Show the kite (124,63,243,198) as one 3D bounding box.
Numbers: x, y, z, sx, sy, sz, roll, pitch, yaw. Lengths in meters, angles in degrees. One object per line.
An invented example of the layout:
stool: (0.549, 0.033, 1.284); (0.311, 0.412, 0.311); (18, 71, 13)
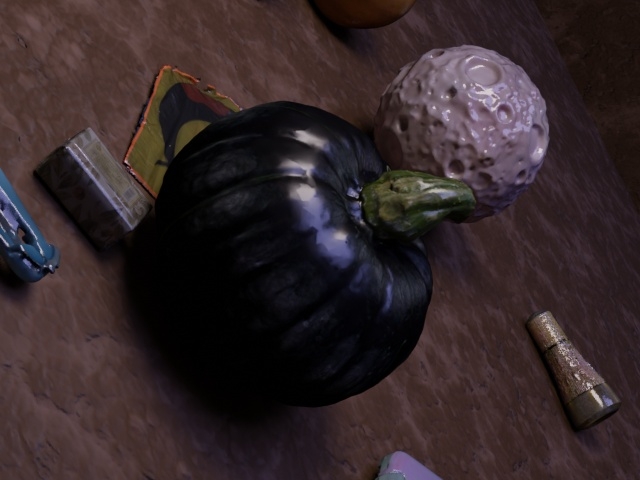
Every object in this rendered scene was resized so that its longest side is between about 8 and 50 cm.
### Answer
kite: (-0.087, -0.048, 1.272); (0.377, 0.013, 0.328); (10, 53, -58)

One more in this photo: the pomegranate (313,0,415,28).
pomegranate: (0.071, -0.438, 1.825); (0.209, 0.209, 0.209); (44, 28, -30)

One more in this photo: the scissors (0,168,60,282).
scissors: (-0.322, -0.134, 0.899); (0.393, 0.032, 0.180); (57, 24, -1)

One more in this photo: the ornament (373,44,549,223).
ornament: (0.194, -0.151, 1.651); (0.225, 0.259, 0.259); (-15, 71, -25)

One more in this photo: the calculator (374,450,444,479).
calculator: (0.134, 0.323, 1.226); (0.246, 0.045, 0.141); (42, 29, -35)

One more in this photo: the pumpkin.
pumpkin: (0.000, 0.000, 1.065); (0.296, 0.295, 0.296); (44, 28, -30)

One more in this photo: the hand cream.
hand cream: (0.396, 0.202, 1.848); (0.084, 0.084, 0.203); (8, 47, -60)

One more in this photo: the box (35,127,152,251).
box: (-0.199, -0.046, 1.016); (0.098, 0.045, 0.062); (53, 25, -11)
